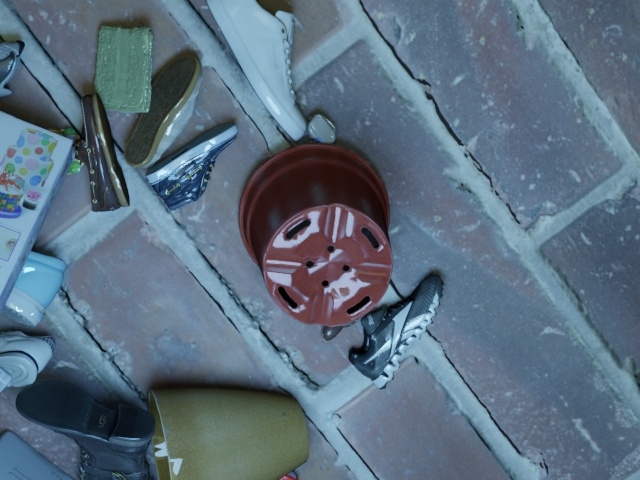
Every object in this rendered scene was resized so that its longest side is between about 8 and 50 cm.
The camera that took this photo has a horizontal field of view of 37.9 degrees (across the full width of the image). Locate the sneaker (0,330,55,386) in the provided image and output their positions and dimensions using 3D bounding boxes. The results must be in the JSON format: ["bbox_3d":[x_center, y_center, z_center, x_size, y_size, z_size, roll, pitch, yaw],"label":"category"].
[{"bbox_3d":[-0.584,0.201,1.645,0.235,0.095,0.090,4,125,14],"label":"sneaker"}]

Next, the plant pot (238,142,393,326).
[{"bbox_3d":[0.000,0.000,1.538,0.272,0.265,0.272,-1,109,-4],"label":"plant pot"}]

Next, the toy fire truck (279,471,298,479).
[{"bbox_3d":[-0.057,0.524,1.744,0.135,0.047,0.192,15,96,-7],"label":"toy fire truck"}]

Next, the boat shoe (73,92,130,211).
[{"bbox_3d":[-0.386,-0.146,1.600,0.073,0.073,0.207,-10,106,1],"label":"boat shoe"}]

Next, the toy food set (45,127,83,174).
[{"bbox_3d":[-0.448,-0.155,1.628,0.082,0.020,0.083,4,98,-5],"label":"toy food set"}]

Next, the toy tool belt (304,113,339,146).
[{"bbox_3d":[0.002,-0.185,1.649,0.052,0.051,0.083,-42,112,-13],"label":"toy tool belt"}]

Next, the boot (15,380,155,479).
[{"bbox_3d":[-0.407,0.365,1.635,0.263,0.091,0.229,18,134,-1],"label":"boot"}]

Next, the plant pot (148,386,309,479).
[{"bbox_3d":[-0.157,0.359,1.640,0.254,0.237,0.237,-7,99,-17],"label":"plant pot"}]

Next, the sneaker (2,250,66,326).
[{"bbox_3d":[-0.606,0.001,1.607,0.366,0.135,0.150,32,65,-3],"label":"sneaker"}]

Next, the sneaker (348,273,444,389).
[{"bbox_3d":[0.131,0.151,1.686,0.106,0.078,0.234,31,97,-10],"label":"sneaker"}]

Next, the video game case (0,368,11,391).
[{"bbox_3d":[-0.658,0.233,1.618,0.193,0.023,0.212,41,125,-9],"label":"video game case"}]

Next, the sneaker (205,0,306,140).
[{"bbox_3d":[-0.077,-0.315,1.587,0.123,0.106,0.290,-28,98,3],"label":"sneaker"}]

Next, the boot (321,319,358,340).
[{"bbox_3d":[0.039,0.145,1.660,0.037,0.114,0.106,32,95,-8],"label":"boot"}]

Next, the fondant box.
[{"bbox_3d":[-0.576,-0.053,1.509,0.238,0.096,0.330,21,70,-6],"label":"fondant box"}]

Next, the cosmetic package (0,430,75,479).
[{"bbox_3d":[-0.533,0.592,1.545,0.329,0.394,0.327,39,94,-9],"label":"cosmetic package"}]

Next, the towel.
[{"bbox_3d":[-0.336,-0.293,1.598,0.110,0.027,0.148,7,99,18],"label":"towel"}]

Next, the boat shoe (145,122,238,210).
[{"bbox_3d":[-0.210,-0.130,1.634,0.183,0.065,0.083,-32,113,0],"label":"boat shoe"}]

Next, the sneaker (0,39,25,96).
[{"bbox_3d":[-0.569,-0.346,1.568,0.132,0.086,0.229,-11,109,-7],"label":"sneaker"}]

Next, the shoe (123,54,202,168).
[{"bbox_3d":[-0.267,-0.220,1.619,0.076,0.058,0.219,31,91,25],"label":"shoe"}]
